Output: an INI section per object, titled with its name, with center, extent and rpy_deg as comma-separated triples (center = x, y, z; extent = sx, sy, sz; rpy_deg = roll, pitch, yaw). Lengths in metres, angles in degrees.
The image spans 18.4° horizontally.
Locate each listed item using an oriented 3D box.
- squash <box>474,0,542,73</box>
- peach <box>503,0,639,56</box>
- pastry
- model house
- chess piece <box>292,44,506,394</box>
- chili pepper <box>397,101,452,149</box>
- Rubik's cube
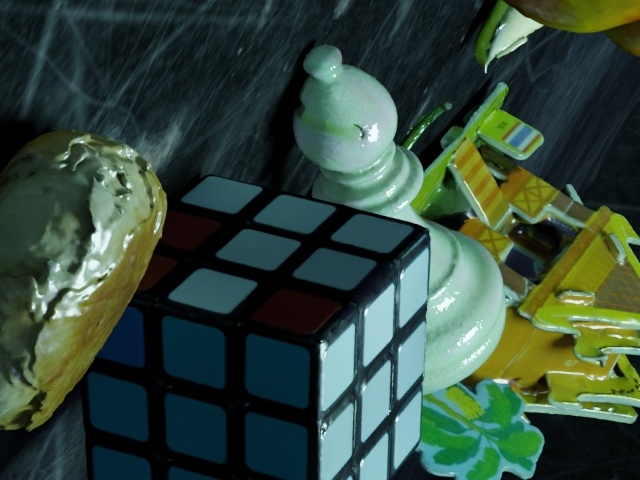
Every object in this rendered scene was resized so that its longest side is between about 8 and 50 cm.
[squash]
center = 0.244, -0.253, 1.768
extent = 0.169, 0.093, 0.252
rpy_deg = 17, 110, -33
[peach]
center = 0.190, -0.262, 1.019
extent = 0.332, 0.307, 0.308
rpy_deg = -59, 169, 11
[pastry]
center = -0.129, 0.017, 0.927
extent = 0.153, 0.081, 0.153
rpy_deg = -57, 167, -22
[model house]
center = 0.187, 0.071, 1.901
extent = 0.357, 0.312, 0.242
rpy_deg = -44, 160, -48
[chess piece]
center = 0.035, -0.026, 1.370
extent = 0.139, 0.139, 0.272
rpy_deg = -52, 138, -30
[chili pepper]
center = 0.000, 0.000, 1.503
extent = 0.279, 0.065, 0.122
rpy_deg = -48, 164, -37
[Rubik's cube]
center = -0.037, 0.073, 1.180
extent = 0.163, 0.162, 0.161
rpy_deg = -43, 140, -52
